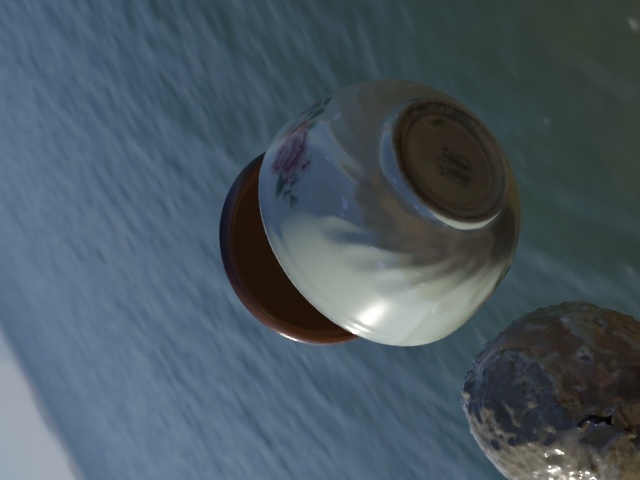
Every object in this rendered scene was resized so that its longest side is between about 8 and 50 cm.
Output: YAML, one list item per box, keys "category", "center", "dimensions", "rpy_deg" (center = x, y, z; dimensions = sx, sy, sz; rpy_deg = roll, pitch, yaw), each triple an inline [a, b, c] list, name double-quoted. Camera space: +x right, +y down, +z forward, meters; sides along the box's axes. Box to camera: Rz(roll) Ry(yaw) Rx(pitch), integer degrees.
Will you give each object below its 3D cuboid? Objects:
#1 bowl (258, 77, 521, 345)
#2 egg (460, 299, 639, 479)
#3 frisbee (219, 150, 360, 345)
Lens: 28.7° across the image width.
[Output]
- category: "bowl"
  center: [0.090, -0.048, 1.231]
  dimensions: [0.277, 0.277, 0.145]
  rpy_deg: [59, 141, 9]
- category: "egg"
  center: [0.333, 0.213, 1.608]
  dimensions: [0.310, 0.279, 0.279]
  rpy_deg: [17, 147, 18]
- category: "frisbee"
  center: [0.000, 0.000, 1.492]
  dimensions: [0.251, 0.250, 0.021]
  rpy_deg: [61, 154, -1]
